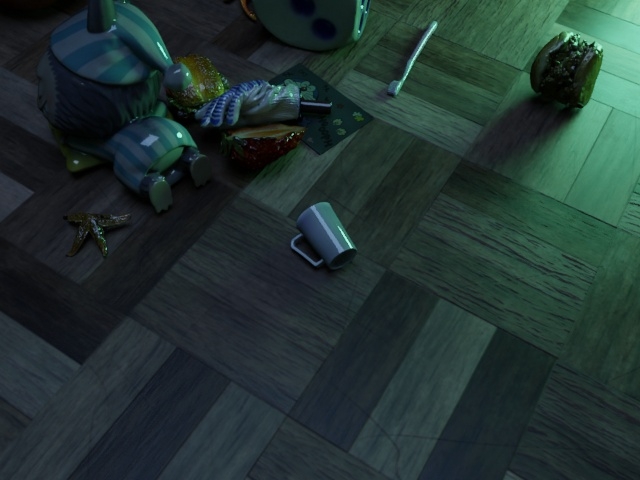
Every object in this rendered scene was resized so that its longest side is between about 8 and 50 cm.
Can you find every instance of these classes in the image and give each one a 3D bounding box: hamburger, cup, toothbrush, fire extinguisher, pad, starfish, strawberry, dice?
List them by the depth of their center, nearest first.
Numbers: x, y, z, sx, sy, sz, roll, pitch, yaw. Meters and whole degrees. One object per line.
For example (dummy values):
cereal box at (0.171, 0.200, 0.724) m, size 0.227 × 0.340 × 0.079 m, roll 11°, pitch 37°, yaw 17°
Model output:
cup at (0.000, 0.000, 1.238) m, size 0.104 × 0.074 × 0.116 m, roll -35°, pitch 65°, yaw 3°
starfish at (-0.435, -0.029, 1.249) m, size 0.130 × 0.041 × 0.133 m, roll 24°, pitch 57°, yaw 15°
strawberry at (-0.113, -0.196, 1.359) m, size 0.187 × 0.082 × 0.146 m, roll -16°, pitch 32°, yaw -23°
hamburger at (-0.270, -0.342, 1.450) m, size 0.137 × 0.087 × 0.166 m, roll -16°, pitch 57°, yaw -14°
fire extinguisher at (-0.062, -0.286, 1.452) m, size 0.173 × 0.035 × 0.049 m, roll 5°, pitch 93°, yaw 1°
pad at (-0.023, -0.298, 1.482) m, size 0.170 × 0.006 × 0.245 m, roll -36°, pitch 63°, yaw -25°
hamburger at (0.546, -0.379, 1.485) m, size 0.131 × 0.159 × 0.185 m, roll 26°, pitch 13°, yaw 27°
dice at (-0.008, -0.608, 1.550) m, size 0.251 × 0.259 × 0.243 m, roll 15°, pitch 57°, yaw 7°
toothbrush at (0.219, -0.433, 1.580) m, size 0.025 × 0.020 × 0.286 m, roll 19°, pitch 56°, yaw 18°

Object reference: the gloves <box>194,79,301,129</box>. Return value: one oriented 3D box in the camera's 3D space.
gloves at (-0.148, -0.276, 1.391) m, size 0.229 × 0.119 × 0.097 m, roll -15°, pitch 64°, yaw -13°

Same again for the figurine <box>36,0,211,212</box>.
figurine at (-0.386, -0.298, 1.241) m, size 0.361 × 0.378 × 0.266 m, roll 38°, pitch 61°, yaw 23°

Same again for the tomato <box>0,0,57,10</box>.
tomato at (-0.709, -0.686, 1.581) m, size 0.264 × 0.265 × 0.265 m, roll 1°, pitch 54°, yaw -2°

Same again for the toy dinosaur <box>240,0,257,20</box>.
toy dinosaur at (-0.216, -0.663, 1.699) m, size 0.117 × 0.070 × 0.288 m, roll -34°, pitch 67°, yaw -24°
